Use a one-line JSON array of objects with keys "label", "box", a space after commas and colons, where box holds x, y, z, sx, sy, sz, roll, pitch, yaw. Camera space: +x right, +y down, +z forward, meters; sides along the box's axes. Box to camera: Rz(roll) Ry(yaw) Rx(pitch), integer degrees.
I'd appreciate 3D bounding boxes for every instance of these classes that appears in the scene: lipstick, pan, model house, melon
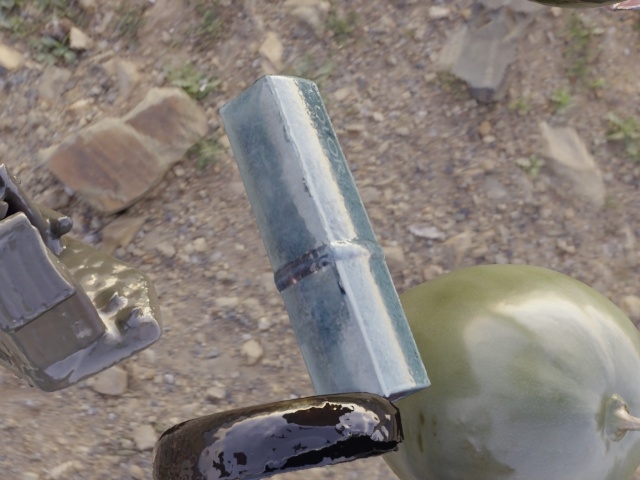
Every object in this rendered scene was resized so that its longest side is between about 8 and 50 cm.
[{"label": "lipstick", "box": [0.000, 0.000, 0.925, 0.077, 0.076, 0.289, -1, 67, -50]}, {"label": "pan", "box": [-0.032, 0.109, 0.539, 0.115, 0.212, 0.040, -6, 69, -19]}, {"label": "model house", "box": [-0.240, 0.007, 0.812, 0.122, 0.229, 0.188, -53, 141, -16]}, {"label": "melon", "box": [0.173, 0.146, 1.056, 0.272, 0.308, 0.271, 4, 78, -18]}]

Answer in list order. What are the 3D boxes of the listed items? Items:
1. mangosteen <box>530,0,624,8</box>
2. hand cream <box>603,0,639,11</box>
[{"label": "mangosteen", "box": [0.129, -0.206, 0.376, 0.300, 0.300, 0.300, 3, 82, -23]}, {"label": "hand cream", "box": [0.119, -0.251, 0.864, 0.124, 0.341, 0.077, -44, 141, -30]}]
